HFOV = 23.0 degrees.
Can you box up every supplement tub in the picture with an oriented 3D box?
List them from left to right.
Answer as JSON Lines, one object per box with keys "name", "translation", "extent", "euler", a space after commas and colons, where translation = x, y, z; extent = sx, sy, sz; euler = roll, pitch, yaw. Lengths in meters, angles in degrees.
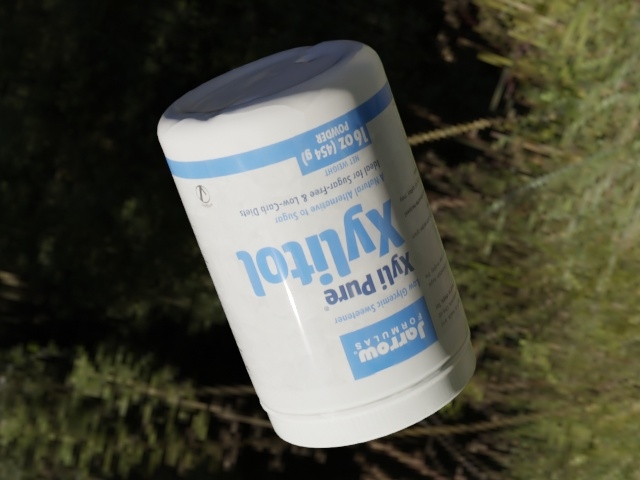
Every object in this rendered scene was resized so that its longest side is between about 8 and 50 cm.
{"name": "supplement tub", "translation": [0.000, 0.000, 0.475], "extent": [0.071, 0.071, 0.107], "euler": [11, 125, 60]}
